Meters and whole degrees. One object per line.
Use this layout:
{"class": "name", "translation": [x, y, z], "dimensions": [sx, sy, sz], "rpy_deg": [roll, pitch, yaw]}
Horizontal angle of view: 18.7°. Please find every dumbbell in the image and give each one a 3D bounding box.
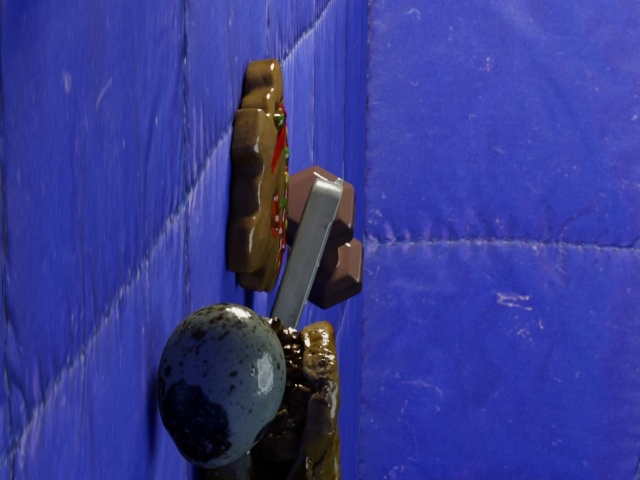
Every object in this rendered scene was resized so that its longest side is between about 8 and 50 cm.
{"class": "dumbbell", "translation": [0.000, 0.000, 2.040], "dimensions": [0.231, 0.082, 0.092], "rpy_deg": [79, 15, -69]}

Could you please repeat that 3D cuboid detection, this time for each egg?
{"class": "egg", "translation": [-0.067, 0.096, 1.282], "dimensions": [0.085, 0.085, 0.110], "rpy_deg": [0, 108, -85]}

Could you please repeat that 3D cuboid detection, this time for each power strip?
{"class": "power strip", "translation": [-0.026, 0.046, 1.780], "dimensions": [0.080, 0.029, 0.227], "rpy_deg": [125, -17, -76]}

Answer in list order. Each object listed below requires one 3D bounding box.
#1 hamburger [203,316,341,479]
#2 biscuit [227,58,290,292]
{"class": "hamburger", "translation": [-0.040, 0.146, 1.542], "dimensions": [0.185, 0.113, 0.177], "rpy_deg": [-106, -169, -80]}
{"class": "biscuit", "translation": [-0.048, -0.037, 1.714], "dimensions": [0.239, 0.041, 0.212], "rpy_deg": [82, 10, -61]}
